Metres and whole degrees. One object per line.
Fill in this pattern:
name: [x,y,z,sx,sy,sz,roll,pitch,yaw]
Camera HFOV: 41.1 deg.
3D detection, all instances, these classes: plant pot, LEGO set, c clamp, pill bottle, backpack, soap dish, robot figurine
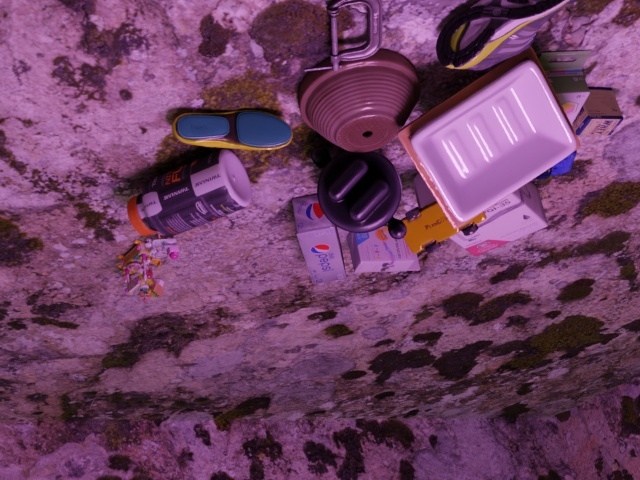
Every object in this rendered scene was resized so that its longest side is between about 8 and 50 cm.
plant pot: [0.081,-0.244,1.616,0.237,0.110,0.237,-8,153,-4]
LEGO set: [-0.428,0.096,2.084,0.132,0.107,0.287,1,150,-19]
c clamp: [0.042,-0.355,1.465,0.137,0.022,0.161,-6,140,-9]
pill bottle: [-0.276,-0.088,1.765,0.245,0.130,0.130,-20,150,18]
backpack: [0.496,-0.191,1.860,0.120,0.098,0.101,-5,148,-7]
soap dish: [0.313,-0.194,1.609,0.290,0.118,0.229,-34,111,3]
robot figurine: [0.080,-0.097,1.753,0.173,0.209,0.278,-8,-179,4]

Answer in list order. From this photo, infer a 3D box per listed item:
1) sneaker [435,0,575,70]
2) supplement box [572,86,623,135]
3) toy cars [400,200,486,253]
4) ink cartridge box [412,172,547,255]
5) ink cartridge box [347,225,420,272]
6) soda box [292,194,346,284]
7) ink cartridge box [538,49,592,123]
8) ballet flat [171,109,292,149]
sneaker: [0.342,-0.389,1.460,0.300,0.111,0.121,-28,161,37]
supplement box: [0.563,-0.266,1.757,0.083,0.083,0.056,-2,151,-15]
toy cars: [0.291,-0.141,1.791,0.176,0.087,0.394,22,117,11]
ink cartridge box: [0.373,-0.088,1.989,0.207,0.117,0.283,-25,149,27]
ink cartridge box: [0.168,0.020,2.139,0.181,0.104,0.061,-1,151,-18]
soda box: [0.000,0.000,2.053,0.091,0.098,0.286,-10,152,3]
ink cartridge box: [0.465,-0.286,1.710,0.109,0.062,0.209,-4,151,-10]
ballet flat: [-0.172,-0.210,1.650,0.230,0.077,0.077,1,171,-14]
